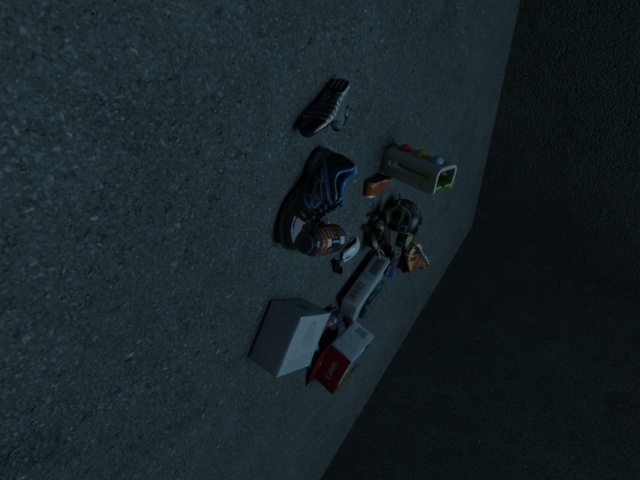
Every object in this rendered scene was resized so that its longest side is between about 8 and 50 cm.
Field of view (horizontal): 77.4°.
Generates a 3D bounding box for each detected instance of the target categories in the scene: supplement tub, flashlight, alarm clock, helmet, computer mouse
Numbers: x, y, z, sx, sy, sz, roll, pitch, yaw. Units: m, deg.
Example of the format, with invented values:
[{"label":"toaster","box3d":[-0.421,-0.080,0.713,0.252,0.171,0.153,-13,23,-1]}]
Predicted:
[{"label":"supplement tub","box3d":[0.000,0.000,1.372,0.198,0.106,0.105,-12,122,-57]},{"label":"flashlight","box3d":[-0.004,0.371,1.675,0.103,0.103,0.304,-47,161,25]},{"label":"alarm clock","box3d":[0.489,-0.037,2.240,0.191,0.064,0.129,-63,152,1]},{"label":"helmet","box3d":[0.398,-0.115,1.894,0.169,0.170,0.161,6,99,-61]},{"label":"computer mouse","box3d":[0.120,0.057,1.695,0.193,0.042,0.106,-51,148,-26]}]

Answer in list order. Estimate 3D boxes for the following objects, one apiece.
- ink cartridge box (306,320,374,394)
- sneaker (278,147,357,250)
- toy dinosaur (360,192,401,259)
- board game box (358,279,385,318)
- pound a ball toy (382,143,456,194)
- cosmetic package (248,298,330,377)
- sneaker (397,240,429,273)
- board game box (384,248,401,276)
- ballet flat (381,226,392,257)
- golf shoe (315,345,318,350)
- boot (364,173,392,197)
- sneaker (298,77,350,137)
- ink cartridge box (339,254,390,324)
[{"label":"ink cartridge box","box3d":[0.090,0.579,1.902,0.272,0.130,0.309,-33,152,-43]},{"label":"sneaker","box3d":[-0.014,-0.116,1.218,0.340,0.140,0.125,-64,155,2]},{"label":"toy dinosaur","box3d":[0.267,-0.076,1.802,0.160,0.121,0.313,14,95,-74]},{"label":"board game box","box3d":[0.257,0.292,1.997,0.186,0.026,0.126,-44,161,-46]},{"label":"pound a ball toy","box3d":[0.412,-0.324,1.652,0.208,0.319,0.135,-20,130,-34]},{"label":"cosmetic package","box3d":[-0.105,0.337,1.424,0.224,0.138,0.224,14,99,-62]},{"label":"sneaker","box3d":[0.560,0.136,2.470,0.180,0.125,0.321,-55,140,-11]},{"label":"board game box","box3d":[0.361,0.116,2.007,0.201,0.035,0.136,41,70,-82]},{"label":"ballet flat","box3d":[0.318,-0.008,1.985,0.249,0.058,0.084,76,34,-46]},{"label":"golf shoe","box3d":[-0.082,0.458,1.665,0.176,0.069,0.085,-38,122,-46]},{"label":"boot","box3d":[0.237,-0.227,1.661,0.158,0.059,0.084,-25,136,-40]},{"label":"sneaker","box3d":[0.026,-0.349,1.162,0.228,0.086,0.132,-55,153,-21]},{"label":"ink cartridge box","box3d":[0.206,0.268,2.012,0.308,0.091,0.385,-52,167,-25]}]
